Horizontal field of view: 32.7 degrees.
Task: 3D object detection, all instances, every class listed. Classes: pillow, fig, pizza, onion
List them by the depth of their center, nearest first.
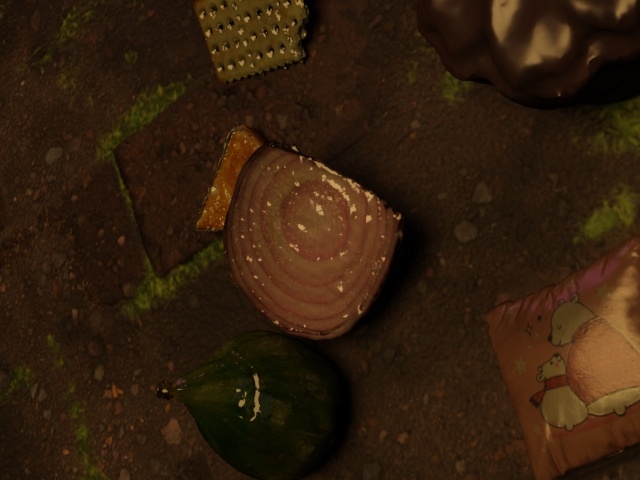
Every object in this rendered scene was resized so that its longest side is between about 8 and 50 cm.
[{"bbox_3d":[0.303,0.138,1.215,0.236,0.084,0.223,-31,69,31],"label":"pillow"},{"bbox_3d":[-0.097,0.211,1.405,0.203,0.235,0.203,-8,76,37],"label":"fig"},{"bbox_3d":[0.000,0.000,1.440,0.250,0.111,0.247,32,121,20],"label":"onion"},{"bbox_3d":[-0.109,-0.052,1.562,0.176,0.036,0.184,-48,64,26],"label":"pizza"}]

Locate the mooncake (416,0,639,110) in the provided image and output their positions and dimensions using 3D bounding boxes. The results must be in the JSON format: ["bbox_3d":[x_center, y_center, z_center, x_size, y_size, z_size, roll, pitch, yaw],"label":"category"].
[{"bbox_3d":[0.275,-0.325,1.216,0.381,0.212,0.350,32,111,36],"label":"mooncake"}]

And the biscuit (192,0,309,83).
[{"bbox_3d":[-0.091,-0.305,1.553,0.203,0.016,0.144,-9,104,37],"label":"biscuit"}]
